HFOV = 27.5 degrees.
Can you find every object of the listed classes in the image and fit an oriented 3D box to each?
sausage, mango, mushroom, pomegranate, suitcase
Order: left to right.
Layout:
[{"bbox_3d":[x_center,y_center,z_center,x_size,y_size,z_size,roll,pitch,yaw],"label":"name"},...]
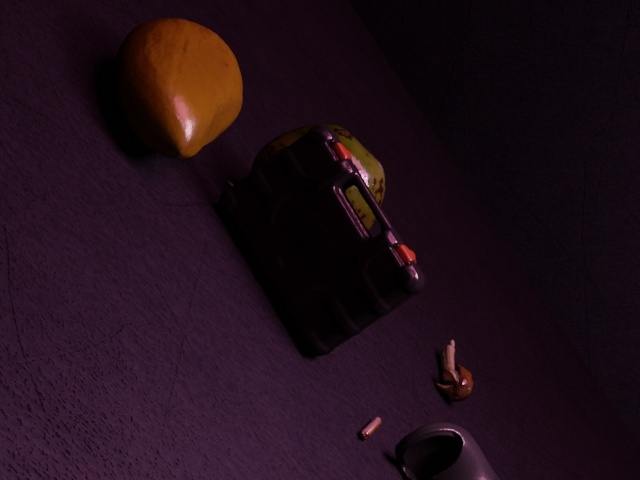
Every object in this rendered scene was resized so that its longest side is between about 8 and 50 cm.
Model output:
[{"bbox_3d":[-0.210,-0.225,1.877,0.195,0.142,0.331,47,19,-5],"label":"mango"},{"bbox_3d":[-0.017,-0.076,2.071,0.214,0.214,0.248,53,-19,-4],"label":"pomegranate"},{"bbox_3d":[0.000,0.000,1.882,0.285,0.206,0.066,59,13,15],"label":"suitcase"},{"bbox_3d":[0.073,0.269,1.878,0.015,0.015,0.100,55,16,4],"label":"sausage"},{"bbox_3d":[0.236,0.230,2.369,0.061,0.060,0.187,41,13,-17],"label":"mushroom"}]

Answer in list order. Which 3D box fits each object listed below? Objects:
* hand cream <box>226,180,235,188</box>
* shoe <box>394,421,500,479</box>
[{"bbox_3d":[-0.118,-0.056,2.006,0.035,0.022,0.102,32,22,-42],"label":"hand cream"},{"bbox_3d":[0.209,0.363,1.909,0.241,0.108,0.093,48,13,-32],"label":"shoe"}]
